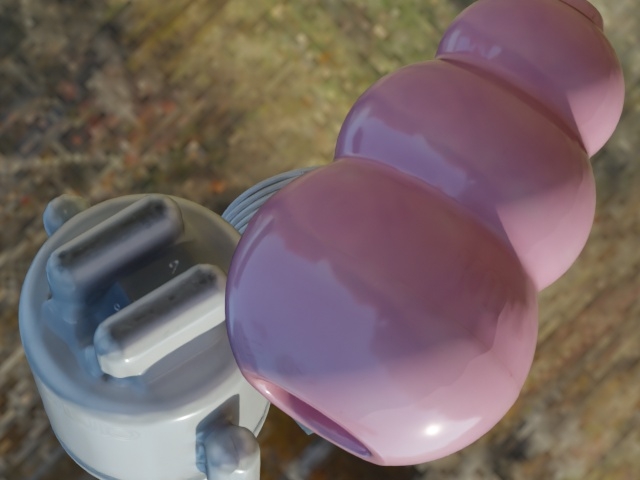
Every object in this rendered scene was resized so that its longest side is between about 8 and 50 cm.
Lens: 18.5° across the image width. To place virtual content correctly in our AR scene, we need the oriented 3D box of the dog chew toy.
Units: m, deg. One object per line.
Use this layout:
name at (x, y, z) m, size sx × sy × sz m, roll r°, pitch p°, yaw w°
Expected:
dog chew toy at (0.084, -0.021, 1.285) m, size 0.206 × 0.332 × 0.206 m, roll 32°, pitch 168°, yaw 8°

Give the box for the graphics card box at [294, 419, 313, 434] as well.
graphics card box at (0.011, 0.081, 2.224) m, size 0.233 × 0.094 × 0.371 m, roll 48°, pitch 153°, yaw -7°

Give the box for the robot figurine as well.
robot figurine at (-0.141, 0.092, 1.645) m, size 0.300 × 0.199 × 0.353 m, roll 58°, pitch 167°, yaw 21°

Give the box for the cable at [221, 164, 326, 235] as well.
cable at (0.025, 0.043, 1.819) m, size 0.257 × 0.257 × 0.089 m, roll 92°, pitch 180°, yaw -46°
